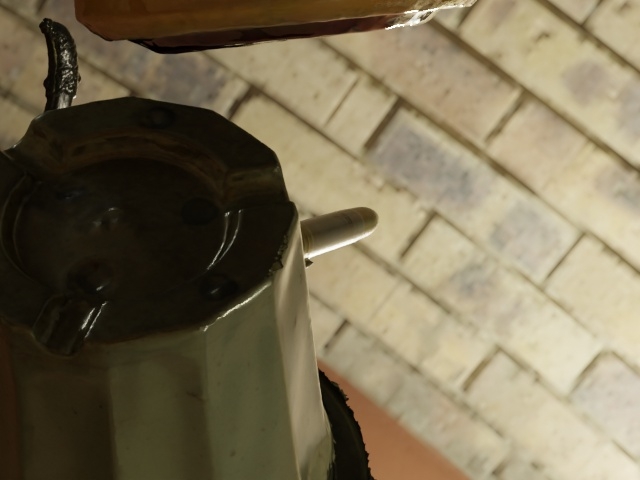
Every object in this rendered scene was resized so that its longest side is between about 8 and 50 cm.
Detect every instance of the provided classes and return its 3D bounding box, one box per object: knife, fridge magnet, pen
[{"bbox_3d":[-0.209,-0.053,1.270,0.045,0.222,0.021,-1,-158,-47],"label":"knife"},{"bbox_3d":[-0.011,-0.082,0.452,0.143,0.063,0.143,-6,-172,1],"label":"fridge magnet"},{"bbox_3d":[0.000,0.000,1.425,0.233,0.032,0.040,-15,-84,-65],"label":"pen"}]

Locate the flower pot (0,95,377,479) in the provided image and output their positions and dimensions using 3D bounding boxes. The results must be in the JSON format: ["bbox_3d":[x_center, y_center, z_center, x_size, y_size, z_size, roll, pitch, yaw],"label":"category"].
[{"bbox_3d":[-0.111,0.072,1.005,0.290,0.259,0.290,-1,-134,1],"label":"flower pot"}]
